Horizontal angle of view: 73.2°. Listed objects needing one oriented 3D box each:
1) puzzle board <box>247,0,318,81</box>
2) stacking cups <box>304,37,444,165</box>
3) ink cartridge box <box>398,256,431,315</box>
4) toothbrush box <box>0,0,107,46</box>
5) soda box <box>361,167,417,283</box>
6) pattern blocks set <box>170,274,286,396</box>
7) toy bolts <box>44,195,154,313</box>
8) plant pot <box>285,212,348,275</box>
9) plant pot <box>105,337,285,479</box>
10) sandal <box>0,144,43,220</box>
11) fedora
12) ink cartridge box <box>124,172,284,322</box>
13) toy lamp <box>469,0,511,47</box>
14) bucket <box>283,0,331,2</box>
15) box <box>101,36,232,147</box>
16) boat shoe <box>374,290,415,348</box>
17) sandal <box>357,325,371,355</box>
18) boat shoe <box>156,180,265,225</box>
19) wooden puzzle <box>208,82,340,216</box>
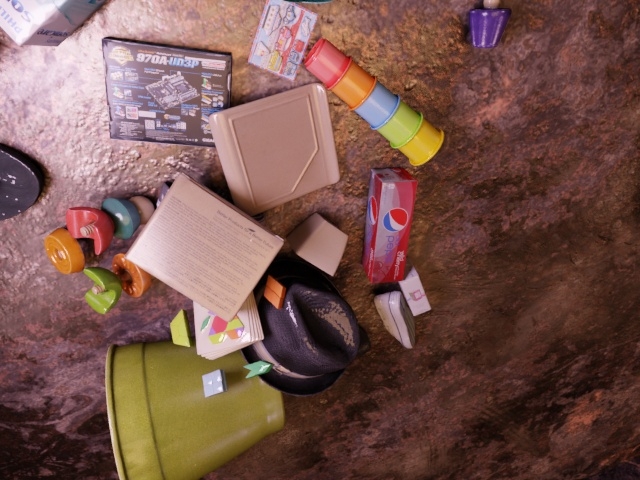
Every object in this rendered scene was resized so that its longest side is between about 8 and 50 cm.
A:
[{"bbox_3d":[-0.071,-0.378,0.808,0.096,0.011,0.128,16,115,-20],"label":"puzzle board"},{"bbox_3d":[0.112,-0.281,0.862,0.316,0.096,0.096,35,107,-24],"label":"stacking cups"},{"bbox_3d":[0.234,0.118,1.112,0.052,0.088,0.122,-23,121,5],"label":"ink cartridge box"},{"bbox_3d":[-0.387,-0.462,0.612,0.295,0.126,0.216,-34,112,10],"label":"toothbrush box"},{"bbox_3d":[0.157,-0.031,1.007,0.083,0.092,0.263,-4,120,-11],"label":"soda box"},{"bbox_3d":[-0.205,0.148,0.924,0.285,0.325,0.026,-32,155,12],"label":"pattern blocks set"},{"bbox_3d":[-0.441,-0.003,0.906,0.218,0.158,0.228,34,126,16],"label":"toy bolts"},{"bbox_3d":[0.000,0.000,0.992,0.109,0.109,0.096,33,95,-26],"label":"plant pot"},{"bbox_3d":[-0.281,0.386,1.035,0.353,0.366,0.367,-12,122,-18],"label":"plant pot"},{"bbox_3d":[-0.753,-0.109,0.764,0.445,0.107,0.168,7,118,-16],"label":"sandal"},{"bbox_3d":[-0.020,0.191,0.976,0.334,0.334,0.152,31,153,-25],"label":"fedora"},{"bbox_3d":[-0.219,0.014,0.842,0.234,0.088,0.193,35,89,-8],"label":"ink cartridge box"},{"bbox_3d":[0.319,-0.500,0.781,0.080,0.080,0.275,-8,119,-7],"label":"toy lamp"},{"bbox_3d":[-0.026,-0.503,0.644,0.281,0.183,0.281,-5,119,-10],"label":"bucket"},{"bbox_3d":[-0.279,-0.270,0.803,0.220,0.051,0.175,2,119,-13],"label":"box"},{"bbox_3d":[0.205,0.213,1.178,0.075,0.083,0.226,-2,131,26],"label":"boat shoe"},{"bbox_3d":[0.044,0.248,1.167,0.097,0.054,0.254,-40,119,12],"label":"sandal"},{"bbox_3d":[-0.226,-0.078,0.915,0.228,0.080,0.076,13,118,-10],"label":"boat shoe"},{"bbox_3d":[-0.085,-0.183,0.878,0.238,0.044,0.221,-22,123,-16],"label":"wooden puzzle"}]
